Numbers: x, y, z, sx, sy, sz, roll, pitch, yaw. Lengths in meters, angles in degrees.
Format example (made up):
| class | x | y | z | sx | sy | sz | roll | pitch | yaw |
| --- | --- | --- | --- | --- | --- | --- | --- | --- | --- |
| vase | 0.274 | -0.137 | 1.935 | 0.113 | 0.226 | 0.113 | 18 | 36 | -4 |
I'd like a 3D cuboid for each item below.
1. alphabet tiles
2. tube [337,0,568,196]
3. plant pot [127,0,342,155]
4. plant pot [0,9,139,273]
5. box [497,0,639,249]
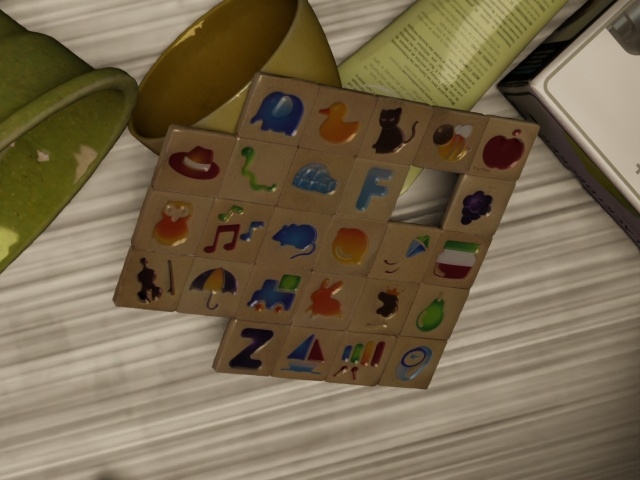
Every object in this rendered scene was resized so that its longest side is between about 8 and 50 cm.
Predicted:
| class | x | y | z | sx | sy | sz | roll | pitch | yaw |
| --- | --- | --- | --- | --- | --- | --- | --- | --- | --- |
| alphabet tiles | 0.000 | 0.000 | 0.970 | 0.237 | 0.009 | 0.198 | 8 | 117 | -29 |
| tube | 0.103 | -0.145 | 1.026 | 0.240 | 0.070 | 0.062 | -45 | 140 | 3 |
| plant pot | -0.037 | -0.080 | 0.984 | 0.134 | 0.134 | 0.095 | -44 | 119 | -2 |
| plant pot | -0.287 | -0.081 | 0.893 | 0.276 | 0.276 | 0.254 | -44 | 88 | -2 |
| box | 0.278 | -0.134 | 1.029 | 0.290 | 0.087 | 0.169 | -42 | 99 | -2 |
